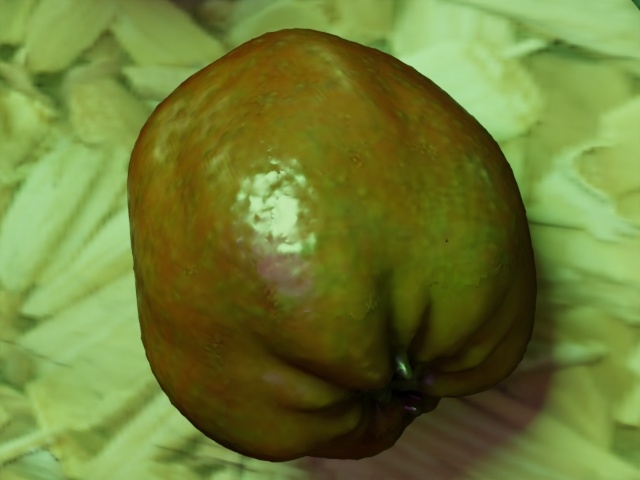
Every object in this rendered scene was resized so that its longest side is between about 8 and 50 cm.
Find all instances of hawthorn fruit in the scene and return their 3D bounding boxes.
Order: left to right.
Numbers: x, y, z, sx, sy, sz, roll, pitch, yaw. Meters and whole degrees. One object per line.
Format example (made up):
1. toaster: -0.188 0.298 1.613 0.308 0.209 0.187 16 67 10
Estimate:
1. hawthorn fruit: 0.000 0.000 0.607 0.189 0.189 0.189 -1 89 32

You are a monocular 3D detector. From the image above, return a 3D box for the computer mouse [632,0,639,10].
1. computer mouse: 0.237 -0.224 0.496 0.371 0.122 0.188 -48 67 18
